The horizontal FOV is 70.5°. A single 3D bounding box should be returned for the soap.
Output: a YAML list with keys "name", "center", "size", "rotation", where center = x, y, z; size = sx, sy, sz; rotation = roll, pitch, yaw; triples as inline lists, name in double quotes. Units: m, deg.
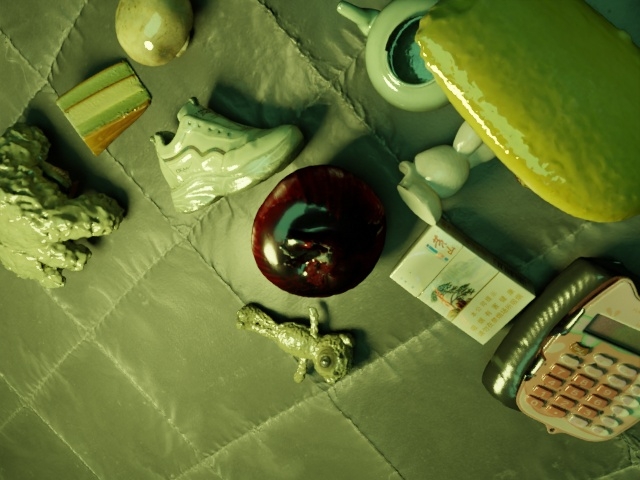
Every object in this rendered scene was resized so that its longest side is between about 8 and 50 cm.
- name: "soap"
  center: [0.353, -0.224, 0.672]
  size: [0.427, 0.306, 0.115]
  rotation: [47, 160, 3]

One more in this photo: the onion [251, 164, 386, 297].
- name: "onion"
  center: [0.000, 0.000, 0.854]
  size: [0.272, 0.285, 0.273]
  rotation: [-2, 111, -4]

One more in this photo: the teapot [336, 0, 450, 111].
- name: "teapot"
  center: [0.169, -0.312, 0.752]
  size: [0.294, 0.129, 0.193]
  rotation: [33, 117, 5]

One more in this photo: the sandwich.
- name: "sandwich"
  center: [-0.487, -0.301, 1.044]
  size: [0.187, 0.144, 0.117]
  rotation: [-35, 97, -10]

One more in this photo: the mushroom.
- name: "mushroom"
  center: [-0.320, -0.424, 0.882]
  size: [0.166, 0.127, 0.167]
  rotation: [-2, 86, 24]

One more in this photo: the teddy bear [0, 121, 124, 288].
- name: "teddy bear"
  center: [-0.714, -0.048, 1.138]
  size: [0.357, 0.224, 0.367]
  rotation: [42, 132, -2]

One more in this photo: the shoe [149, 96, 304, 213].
- name: "shoe"
  center: [-0.206, -0.196, 0.921]
  size: [0.341, 0.132, 0.211]
  rotation: [-18, 105, 27]

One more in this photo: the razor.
- name: "razor"
  center: [0.471, 0.196, 0.848]
  size: [0.204, 0.113, 0.349]
  rotation: [29, 113, 3]

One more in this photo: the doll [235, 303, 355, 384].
- name: "doll"
  center: [-0.057, 0.225, 1.063]
  size: [0.286, 0.091, 0.203]
  rotation: [47, 105, 9]

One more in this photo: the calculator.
- name: "calculator"
  center: [0.480, 0.215, 0.770]
  size: [0.220, 0.048, 0.330]
  rotation: [23, 116, 0]

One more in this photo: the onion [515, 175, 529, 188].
- name: "onion"
  center: [0.381, -0.137, 0.769]
  size: [0.107, 0.097, 0.107]
  rotation: [37, 139, 40]

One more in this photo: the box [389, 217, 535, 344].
- name: "box"
  center: [0.276, 0.077, 0.896]
  size: [0.233, 0.067, 0.150]
  rotation: [36, 116, 4]

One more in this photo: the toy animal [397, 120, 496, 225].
- name: "toy animal"
  center: [0.236, -0.147, 0.819]
  size: [0.221, 0.131, 0.103]
  rotation: [-47, 120, 3]
